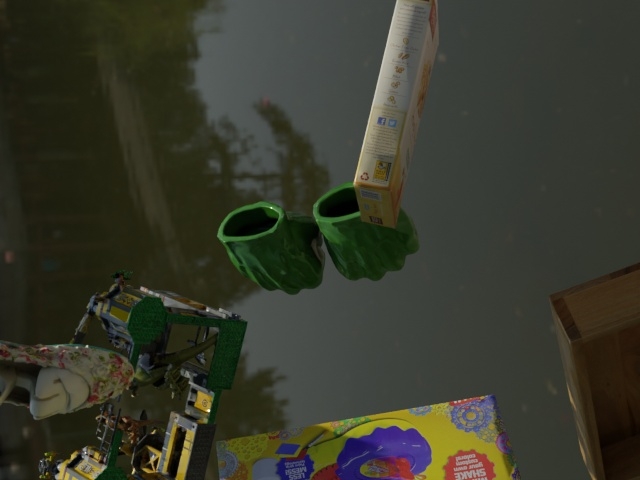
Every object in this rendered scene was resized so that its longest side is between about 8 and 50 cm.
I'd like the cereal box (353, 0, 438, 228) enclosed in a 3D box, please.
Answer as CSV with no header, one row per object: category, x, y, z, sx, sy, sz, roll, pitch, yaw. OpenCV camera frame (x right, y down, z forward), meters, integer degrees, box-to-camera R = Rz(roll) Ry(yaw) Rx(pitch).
cereal box,0.089,-0.149,1.277,0.173,0.047,0.240,64,-140,-77

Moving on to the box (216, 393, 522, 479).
box,0.060,0.331,1.175,0.279,0.290,0.177,84,177,-47

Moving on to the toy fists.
toy fists,0.000,0.000,1.594,0.096,0.279,0.142,-80,-30,-44

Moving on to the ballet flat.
ballet flat,-0.314,0.148,1.165,0.077,0.241,0.091,-101,22,-54

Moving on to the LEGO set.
LEGO set,-0.255,0.189,1.489,0.192,0.255,0.331,16,103,41

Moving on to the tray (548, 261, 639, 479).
tray,0.408,0.165,1.387,0.411,0.203,0.076,65,-175,-52
